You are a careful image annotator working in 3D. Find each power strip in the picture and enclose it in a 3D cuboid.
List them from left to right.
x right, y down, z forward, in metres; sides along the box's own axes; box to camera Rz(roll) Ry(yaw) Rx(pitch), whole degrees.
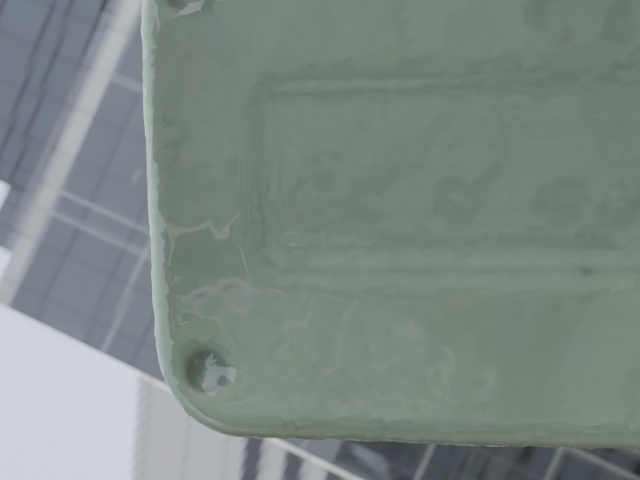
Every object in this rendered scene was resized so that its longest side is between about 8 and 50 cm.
[{"bbox_3d":[0.057,-0.069,0.491,0.141,0.230,0.261,-14,-77,-72],"label":"power strip"}]
